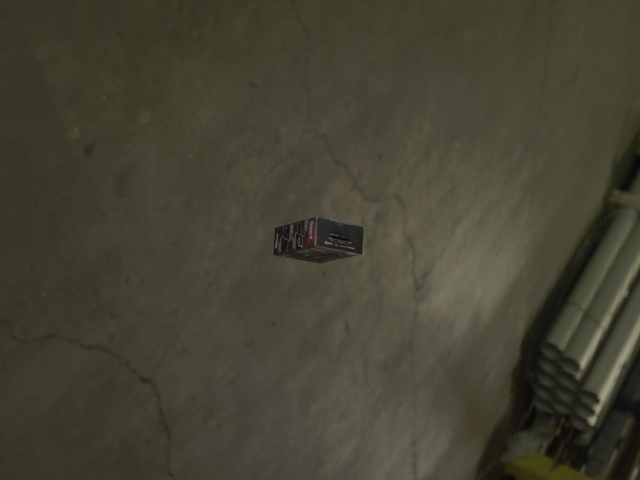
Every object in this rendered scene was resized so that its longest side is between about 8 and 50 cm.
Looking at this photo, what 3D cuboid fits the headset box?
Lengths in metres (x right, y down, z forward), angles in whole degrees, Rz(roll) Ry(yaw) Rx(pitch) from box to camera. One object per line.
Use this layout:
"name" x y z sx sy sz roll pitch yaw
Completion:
"headset box" 0.000 0.000 0.960 0.062 0.083 0.032 11 76 -36
